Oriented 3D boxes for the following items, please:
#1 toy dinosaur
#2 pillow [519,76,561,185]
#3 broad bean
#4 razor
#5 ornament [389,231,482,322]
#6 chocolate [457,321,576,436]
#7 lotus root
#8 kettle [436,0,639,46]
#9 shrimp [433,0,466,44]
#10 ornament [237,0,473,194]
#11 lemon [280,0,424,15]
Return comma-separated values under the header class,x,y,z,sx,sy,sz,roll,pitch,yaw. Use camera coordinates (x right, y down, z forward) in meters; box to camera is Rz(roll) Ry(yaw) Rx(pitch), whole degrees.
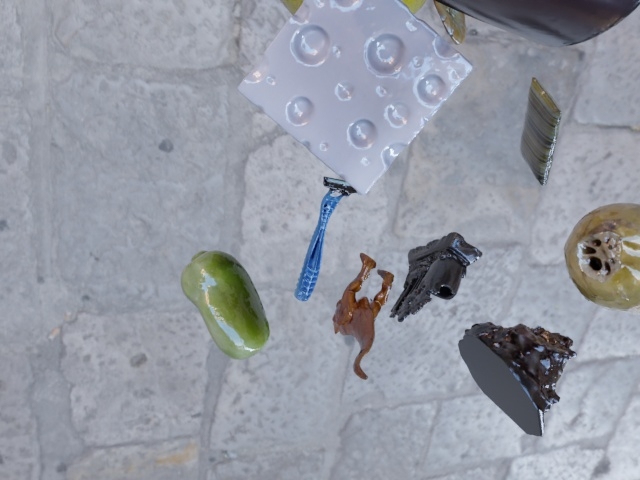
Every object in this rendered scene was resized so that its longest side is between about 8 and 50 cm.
class,x,y,z,sx,sy,sz,roll,pitch,yaw
toy dinosaur,0.086,0.139,1.337,0.097,0.432,0.208,24,90,-1
pillow,0.437,-0.215,1.270,0.038,0.113,0.203,-17,143,-4
broad bean,-0.140,0.092,0.944,0.082,0.175,0.124,-29,177,24
razor,0.000,0.000,1.201,0.081,0.042,0.254,6,112,-30
ornament,0.250,0.117,1.553,0.106,0.251,0.260,42,63,-8
chocolate,0.396,0.215,1.211,0.177,0.224,0.206,-33,131,-13
lotus root,0.512,0.034,1.020,0.342,0.151,0.170,10,90,-43
kettle,0.097,-0.240,0.388,0.232,0.144,0.202,4,94,-35
shrimp,0.291,-0.577,1.527,0.132,0.236,0.053,-4,166,-45
ornament,0.055,-0.252,0.982,0.239,0.240,0.240,39,106,-6
lemon,0.054,-0.571,1.228,0.350,0.350,0.387,-45,149,7
